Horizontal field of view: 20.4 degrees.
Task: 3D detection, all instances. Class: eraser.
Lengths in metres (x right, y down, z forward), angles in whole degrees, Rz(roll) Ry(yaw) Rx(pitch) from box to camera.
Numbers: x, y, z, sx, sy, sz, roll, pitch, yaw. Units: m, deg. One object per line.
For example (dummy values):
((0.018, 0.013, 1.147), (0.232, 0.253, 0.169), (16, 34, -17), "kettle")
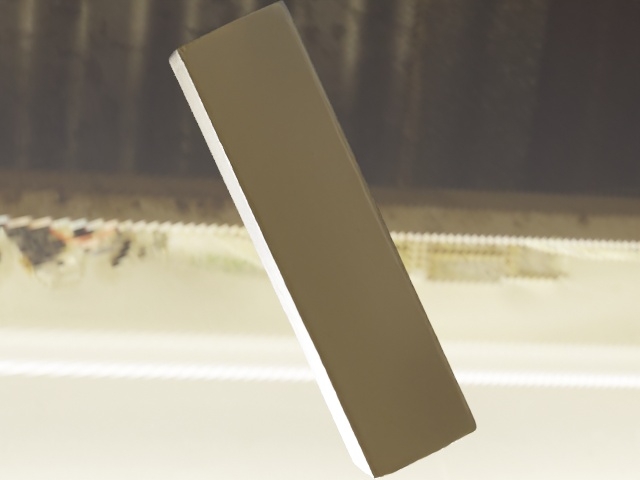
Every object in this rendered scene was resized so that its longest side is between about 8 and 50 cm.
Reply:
((0.000, 0.000, 1.140), (0.076, 0.078, 0.298), (-25, -87, -8), "eraser")
